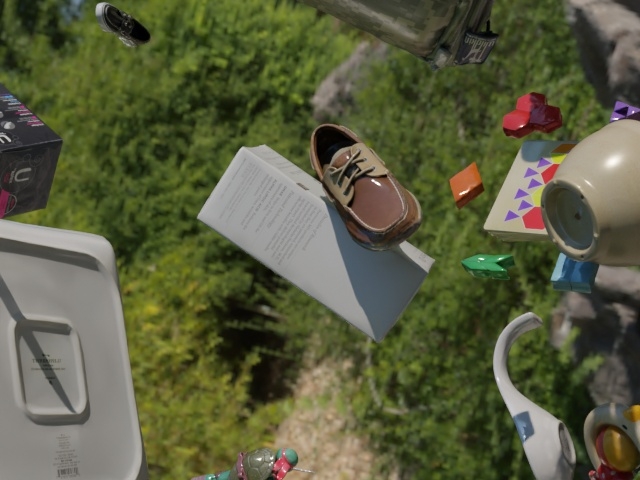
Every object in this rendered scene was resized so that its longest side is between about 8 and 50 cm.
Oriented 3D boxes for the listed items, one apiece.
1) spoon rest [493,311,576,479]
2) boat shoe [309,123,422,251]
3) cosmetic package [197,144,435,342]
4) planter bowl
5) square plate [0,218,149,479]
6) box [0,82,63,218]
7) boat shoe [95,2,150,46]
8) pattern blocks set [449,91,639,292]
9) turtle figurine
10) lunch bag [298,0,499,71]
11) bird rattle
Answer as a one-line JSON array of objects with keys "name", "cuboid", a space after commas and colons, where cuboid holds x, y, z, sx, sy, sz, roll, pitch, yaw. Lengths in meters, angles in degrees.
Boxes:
[{"name": "spoon rest", "cuboid": [0.315, 0.250, 1.659, 0.137, 0.084, 0.276, 31, -134, -55]}, {"name": "boat shoe", "cuboid": [0.056, -0.091, 1.780, 0.123, 0.116, 0.324, -40, 33, 0]}, {"name": "cosmetic package", "cuboid": [0.000, 0.000, 1.949, 0.156, 0.385, 0.217, -58, -3, 10]}, {"name": "planter bowl", "cuboid": [0.310, -0.039, 1.214, 0.162, 0.109, 0.162, 48, 149, 41]}, {"name": "square plate", "cuboid": [-0.287, 0.133, 1.124, 0.347, 0.049, 0.344, 15, -120, -61]}, {"name": "box", "cuboid": [-0.628, -0.183, 2.077, 0.143, 0.270, 0.165, -19, -40, -47]}, {"name": "boat shoe", "cuboid": [-0.336, -0.370, 1.906, 0.142, 0.040, 0.049, 30, -122, -70]}, {"name": "pattern blocks set", "cuboid": [0.299, -0.064, 1.394, 0.325, 0.285, 0.026, -52, -43, -29]}, {"name": "turtle figurine", "cuboid": [-0.104, 0.400, 1.849, 0.234, 0.118, 0.175, -25, 24, 15]}, {"name": "lunch bag", "cuboid": [0.028, -0.289, 0.829, 0.213, 0.305, 0.256, -66, 0, -46]}, {"name": "bird rattle", "cuboid": [0.499, 0.358, 1.791, 0.253, 0.143, 0.207, 144, 106, -73]}]
